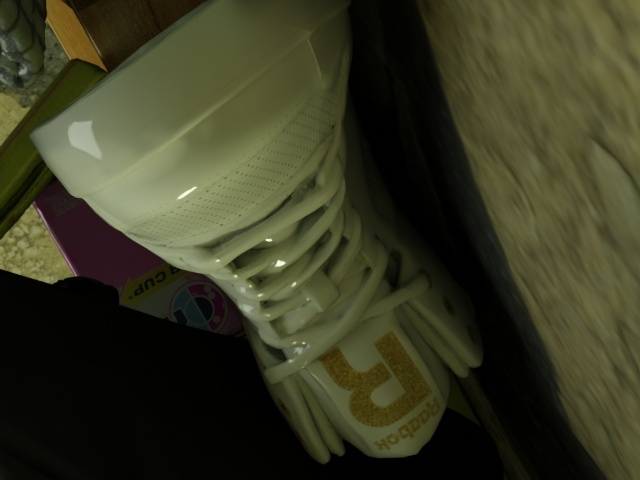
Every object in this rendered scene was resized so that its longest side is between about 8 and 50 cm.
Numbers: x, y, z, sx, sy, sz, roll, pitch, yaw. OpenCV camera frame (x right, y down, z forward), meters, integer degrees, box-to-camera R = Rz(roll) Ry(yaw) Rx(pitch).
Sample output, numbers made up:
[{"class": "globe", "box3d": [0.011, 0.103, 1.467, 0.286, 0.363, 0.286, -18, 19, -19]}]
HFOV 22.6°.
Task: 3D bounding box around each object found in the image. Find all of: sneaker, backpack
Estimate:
[{"class": "sneaker", "box3d": [0.000, 0.000, 0.547, 0.169, 0.108, 0.292, 58, -175, -2]}, {"class": "backpack", "box3d": [-0.101, 0.230, 0.663, 0.290, 0.355, 0.273, 20, -154, -19]}]

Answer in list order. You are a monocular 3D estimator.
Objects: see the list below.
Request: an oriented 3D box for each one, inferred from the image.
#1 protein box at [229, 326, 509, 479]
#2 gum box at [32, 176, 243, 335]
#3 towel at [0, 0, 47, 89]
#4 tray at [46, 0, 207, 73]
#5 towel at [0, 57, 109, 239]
[{"class": "protein box", "box3d": [-0.011, 0.148, 0.845, 0.200, 0.201, 0.136, 61, 173, -19]}, {"class": "gum box", "box3d": [-0.104, 0.000, 0.851, 0.107, 0.062, 0.188, 61, 173, -11]}, {"class": "towel", "box3d": [-0.214, -0.228, 0.703, 0.284, 0.121, 0.235, 67, -162, -57]}, {"class": "tray", "box3d": [-0.095, -0.095, 0.964, 0.203, 0.076, 0.411, 62, 173, -19]}, {"class": "towel", "box3d": [-0.138, -0.042, 0.779, 0.021, 0.102, 0.237, 38, 179, -14]}]
